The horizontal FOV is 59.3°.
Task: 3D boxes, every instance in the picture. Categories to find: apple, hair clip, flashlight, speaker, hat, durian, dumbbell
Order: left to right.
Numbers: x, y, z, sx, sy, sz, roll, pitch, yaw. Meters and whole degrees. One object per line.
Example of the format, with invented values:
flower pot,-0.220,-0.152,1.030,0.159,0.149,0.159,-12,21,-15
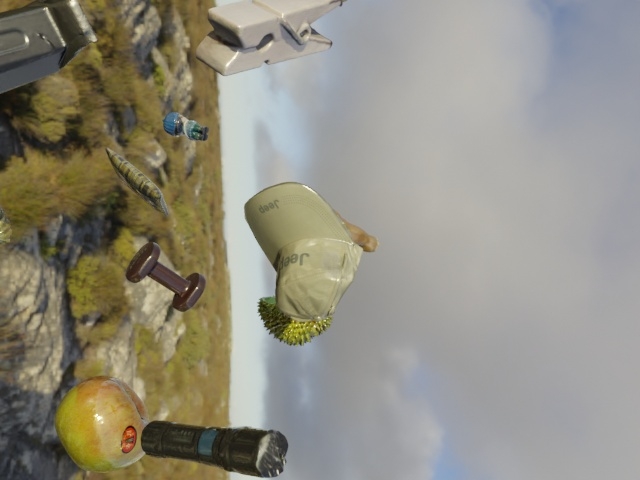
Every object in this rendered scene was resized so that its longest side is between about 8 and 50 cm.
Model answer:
speaker,-0.762,-0.463,1.340,0.184,0.388,0.180,-6,-63,45
apple,-0.559,0.475,1.460,0.261,0.194,0.261,57,-14,22
dumbbell,-0.479,0.115,1.751,0.140,0.225,0.124,-54,-150,-9
flashlight,-0.252,0.455,1.245,0.424,0.103,0.103,-11,-101,38
hair clip,-0.073,-0.350,0.924,0.331,0.085,0.101,-39,164,-49
hat,-0.057,0.031,1.072,0.214,0.244,0.149,-28,-152,35
durian,-0.062,0.206,1.608,0.176,0.200,0.237,63,29,2

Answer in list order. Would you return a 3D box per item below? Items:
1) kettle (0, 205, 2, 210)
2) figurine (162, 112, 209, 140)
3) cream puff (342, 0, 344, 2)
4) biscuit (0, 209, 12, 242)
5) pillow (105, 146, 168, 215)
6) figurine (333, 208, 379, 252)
kettle,-0.784,-0.088,1.210,0.098,0.148,0.127,22,43,-65
figurine,-0.437,-0.359,1.816,0.087,0.149,0.086,-37,145,-56
cream puff,0.032,-0.658,1.416,0.156,0.121,0.156,-52,-174,8
biscuit,-1.270,-0.082,2.051,0.036,0.273,0.187,-7,-94,38
pillow,-0.538,-0.169,1.667,0.212,0.052,0.208,43,-17,1
figurine,-0.005,-0.003,1.490,0.177,0.247,0.173,30,-92,52
